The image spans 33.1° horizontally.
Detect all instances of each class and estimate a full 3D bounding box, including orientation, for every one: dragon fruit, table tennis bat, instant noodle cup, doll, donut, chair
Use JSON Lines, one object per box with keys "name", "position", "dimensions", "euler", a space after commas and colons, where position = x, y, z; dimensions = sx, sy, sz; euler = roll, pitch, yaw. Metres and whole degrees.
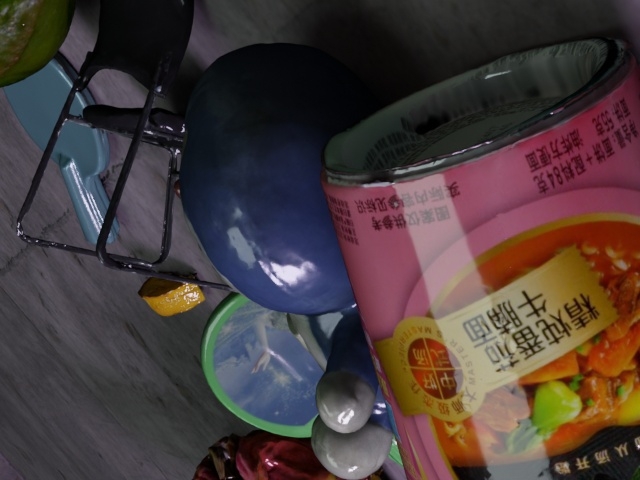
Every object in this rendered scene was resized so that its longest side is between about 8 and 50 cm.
{"name": "dragon fruit", "position": [-0.025, 0.322, 1.081], "dimensions": [0.250, 0.250, 0.315], "euler": [32, 141, 26]}
{"name": "table tennis bat", "position": [-0.248, -0.095, 1.060], "dimensions": [0.149, 0.038, 0.237], "euler": [19, 137, 39]}
{"name": "instant noodle cup", "position": [0.116, 0.042, 0.565], "dimensions": [0.244, 0.244, 0.255], "euler": [1, 120, 53]}
{"name": "doll", "position": [0.000, 0.000, 0.686], "dimensions": [0.154, 0.228, 0.258], "euler": [-27, 125, 21]}
{"name": "donut", "position": [-0.149, 0.053, 1.118], "dimensions": [0.083, 0.067, 0.038], "euler": [-19, 108, 25]}
{"name": "chair", "position": [-0.122, -0.086, 0.835], "dimensions": [0.145, 0.221, 0.140], "euler": [13, 178, -43]}
{"name": "table tennis bat", "position": [0.015, 0.124, 0.908], "dimensions": [0.160, 0.039, 0.257], "euler": [-40, 115, 20]}

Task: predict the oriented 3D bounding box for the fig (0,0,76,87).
{"name": "fig", "position": [-0.252, -0.213, 0.801], "dimensions": [0.244, 0.195, 0.195], "euler": [-24, 111, 23]}
